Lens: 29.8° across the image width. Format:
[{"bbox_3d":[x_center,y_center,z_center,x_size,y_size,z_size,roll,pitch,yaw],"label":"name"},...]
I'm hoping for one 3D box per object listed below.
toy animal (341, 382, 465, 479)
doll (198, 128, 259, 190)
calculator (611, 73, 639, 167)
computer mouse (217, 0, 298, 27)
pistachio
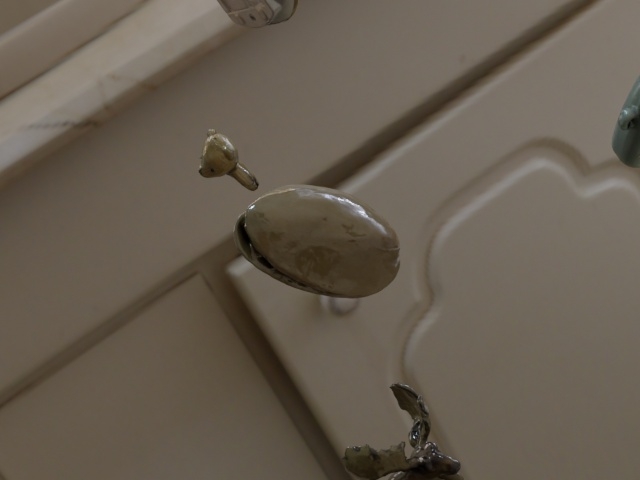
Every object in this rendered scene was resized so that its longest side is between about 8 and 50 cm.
[{"bbox_3d":[0.099,0.270,1.268,0.214,0.186,0.094,-61,1,22],"label":"toy animal"},{"bbox_3d":[-0.096,-0.086,1.337,0.061,0.093,0.051,45,110,33],"label":"doll"},{"bbox_3d":[0.373,-0.150,1.140,0.246,0.141,0.045,-24,59,-25],"label":"calculator"},{"bbox_3d":[-0.080,-0.225,0.779,0.045,0.199,0.102,-43,20,-17],"label":"computer mouse"},{"bbox_3d":[0.000,0.000,1.504,0.136,0.226,0.136,-42,40,51],"label":"pistachio"}]
